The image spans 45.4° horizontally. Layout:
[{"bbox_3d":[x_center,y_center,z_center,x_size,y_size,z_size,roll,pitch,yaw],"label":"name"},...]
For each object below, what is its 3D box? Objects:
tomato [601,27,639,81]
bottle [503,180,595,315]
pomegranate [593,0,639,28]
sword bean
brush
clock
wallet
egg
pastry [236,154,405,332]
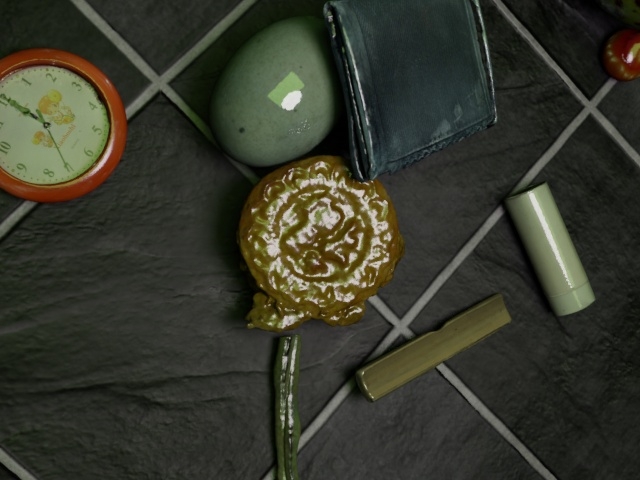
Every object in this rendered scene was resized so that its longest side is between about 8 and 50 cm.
[{"bbox_3d":[0.510,-0.307,1.262,0.087,0.075,0.087,0,89,-16],"label":"tomato"},{"bbox_3d":[0.358,0.013,1.194,0.072,0.072,0.202,-25,93,-16],"label":"bottle"},{"bbox_3d":[0.517,-0.438,1.158,0.242,0.306,0.243,5,104,21],"label":"pomegranate"},{"bbox_3d":[-0.043,0.268,1.078,0.043,0.038,0.270,-3,86,9],"label":"sword bean"},{"bbox_3d":[0.170,0.157,1.145,0.282,0.048,0.054,-24,95,-24],"label":"brush"},{"bbox_3d":[-0.360,-0.152,1.010,0.205,0.051,0.205,1,87,-15],"label":"clock"},{"bbox_3d":[0.131,-0.237,1.073,0.342,0.075,0.237,-28,112,-45],"label":"wallet"},{"bbox_3d":[-0.049,-0.203,1.043,0.169,0.169,0.236,43,73,-9],"label":"egg"},{"bbox_3d":[0.000,0.000,1.073,0.239,0.132,0.235,-4,95,-10],"label":"pastry"}]
